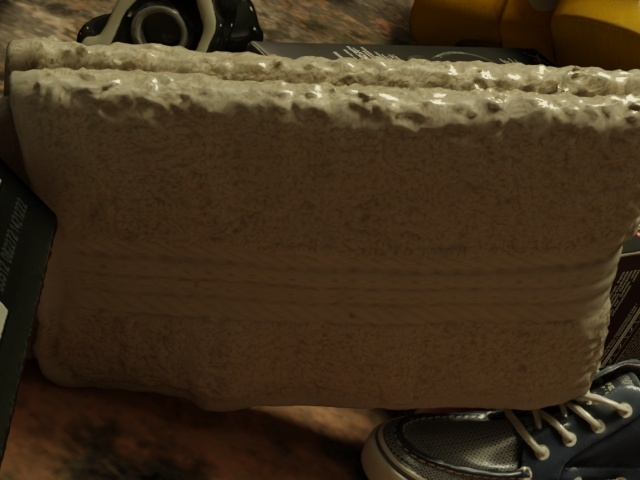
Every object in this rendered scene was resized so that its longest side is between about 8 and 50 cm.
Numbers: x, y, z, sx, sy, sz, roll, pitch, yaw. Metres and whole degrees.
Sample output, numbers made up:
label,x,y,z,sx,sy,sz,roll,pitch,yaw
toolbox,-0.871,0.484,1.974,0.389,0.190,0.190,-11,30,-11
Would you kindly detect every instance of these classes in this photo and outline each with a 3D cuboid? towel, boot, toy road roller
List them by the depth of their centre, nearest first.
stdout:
label,x,y,z,sx,sy,sz,roll,pitch,yaw
towel,0.000,0.000,0.625,0.282,0.187,0.049,1,45,-4
boot,0.116,0.093,0.719,0.190,0.086,0.069,8,33,-29
toy road roller,0.186,-0.202,1.065,0.240,0.202,0.329,19,-13,16

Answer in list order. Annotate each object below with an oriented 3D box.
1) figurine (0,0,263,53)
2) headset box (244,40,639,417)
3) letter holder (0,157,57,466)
label,x,y,z,sx,sy,sz,roll,pitch,yaw
figurine,-0.146,-0.171,0.948,0.215,0.092,0.209,27,14,3
headset box,0.084,-0.017,0.849,0.293,0.110,0.218,-6,42,-44
letter holder,-0.227,0.073,0.448,0.152,0.214,0.302,49,18,-26
